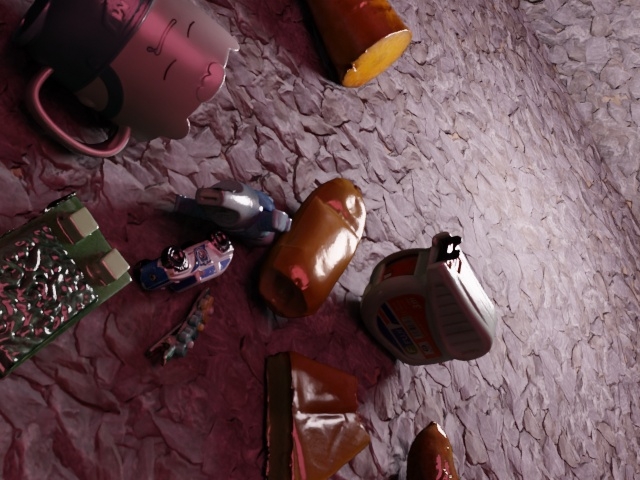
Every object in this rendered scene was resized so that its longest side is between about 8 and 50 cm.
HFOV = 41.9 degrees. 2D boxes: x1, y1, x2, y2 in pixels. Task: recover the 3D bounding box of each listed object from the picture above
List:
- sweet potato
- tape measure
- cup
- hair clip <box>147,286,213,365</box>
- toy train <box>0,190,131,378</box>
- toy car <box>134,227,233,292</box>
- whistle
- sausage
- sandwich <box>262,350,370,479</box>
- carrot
[{"bbox_3d":[0.201,0.510,1.450,0.109,0.109,0.385,23,59,-42],"label":"sweet potato"},{"bbox_3d":[0.201,0.114,1.560,0.243,0.246,0.125,56,37,-28],"label":"tape measure"},{"bbox_3d":[-0.302,-0.264,1.224,0.258,0.219,0.289,36,77,-31],"label":"cup"},{"bbox_3d":[-0.196,0.131,1.244,0.049,0.049,0.173,53,37,-14],"label":"hair clip"},{"bbox_3d":[-0.358,0.068,0.955,0.159,0.188,0.272,59,35,-9],"label":"toy train"},{"bbox_3d":[-0.196,0.034,1.264,0.171,0.080,0.070,-25,91,-54],"label":"toy car"},{"bbox_3d":[-0.127,-0.044,1.328,0.269,0.180,0.093,20,80,-73],"label":"whistle"},{"bbox_3d":[-0.003,0.003,1.490,0.134,0.116,0.354,42,37,-6],"label":"sausage"},{"bbox_3d":[0.004,0.318,1.352,0.212,0.063,0.244,28,51,-40],"label":"sandwich"},{"bbox_3d":[0.058,-0.490,1.837,0.196,0.196,0.254,-20,74,-53],"label":"carrot"}]
